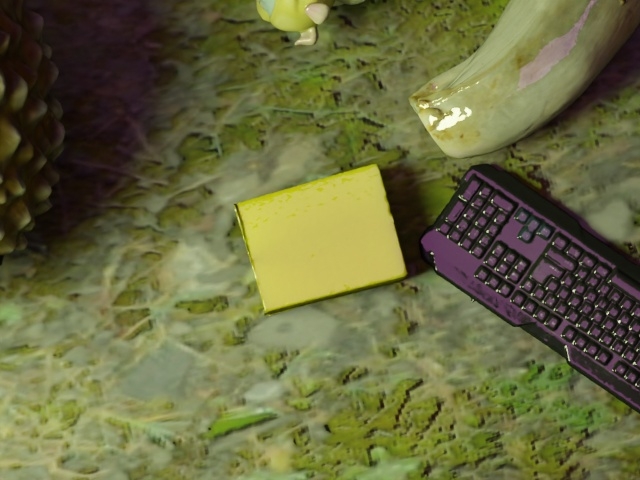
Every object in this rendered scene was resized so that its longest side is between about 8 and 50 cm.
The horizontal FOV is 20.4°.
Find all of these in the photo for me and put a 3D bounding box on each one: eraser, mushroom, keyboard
[{"bbox_3d":[0.000,0.000,1.447,0.122,0.045,0.097,-14,85,-1],"label":"eraser"},{"bbox_3d":[0.209,-0.208,1.447,0.123,0.095,0.351,36,85,23],"label":"mushroom"},{"bbox_3d":[0.208,0.045,1.456,0.262,0.016,0.106,35,86,4],"label":"keyboard"}]

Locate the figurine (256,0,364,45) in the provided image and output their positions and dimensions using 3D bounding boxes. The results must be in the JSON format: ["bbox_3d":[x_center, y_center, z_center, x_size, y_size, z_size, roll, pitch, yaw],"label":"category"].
[{"bbox_3d":[0.014,-0.237,1.433,0.235,0.127,0.155,33,67,1],"label":"figurine"}]

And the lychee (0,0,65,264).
[{"bbox_3d":[-0.391,-0.126,1.309,0.432,0.380,0.380,42,86,-8],"label":"lychee"}]
